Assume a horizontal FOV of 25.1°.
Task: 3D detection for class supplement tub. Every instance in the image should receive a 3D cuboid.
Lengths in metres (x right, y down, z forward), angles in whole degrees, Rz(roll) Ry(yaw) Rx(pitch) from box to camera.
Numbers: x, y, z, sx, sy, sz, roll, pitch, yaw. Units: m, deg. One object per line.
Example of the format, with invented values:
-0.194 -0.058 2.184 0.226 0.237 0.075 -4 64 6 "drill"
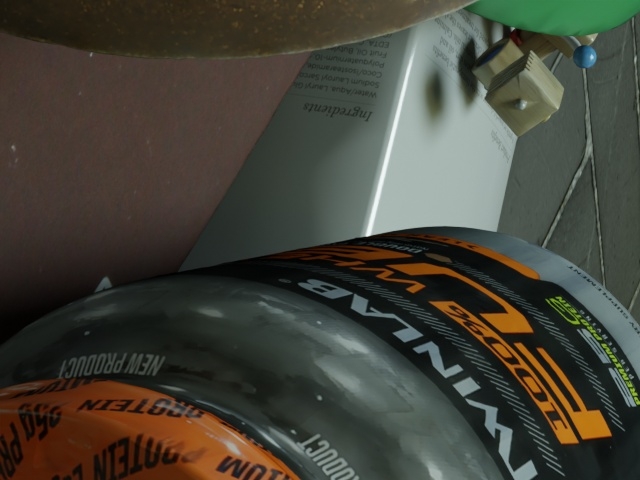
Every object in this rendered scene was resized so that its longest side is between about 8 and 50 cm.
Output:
0.000 0.105 0.490 0.338 0.207 0.207 -12 109 -67 "supplement tub"

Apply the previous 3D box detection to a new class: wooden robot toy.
0.109 -0.129 0.777 0.079 0.076 0.173 46 47 -14 "wooden robot toy"

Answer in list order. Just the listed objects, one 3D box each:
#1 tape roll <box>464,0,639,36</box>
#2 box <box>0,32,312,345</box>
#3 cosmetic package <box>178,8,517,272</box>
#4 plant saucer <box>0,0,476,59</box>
0.076 -0.253 0.732 0.077 0.321 0.321 -45 -179 41 "tape roll"
-0.141 -0.040 0.536 0.191 0.143 0.381 71 36 -46 "box"
0.000 0.000 0.815 0.197 0.155 0.365 36 67 -62 "cosmetic package"
-0.040 -0.188 0.488 0.050 0.310 0.310 93 21 -54 "plant saucer"
